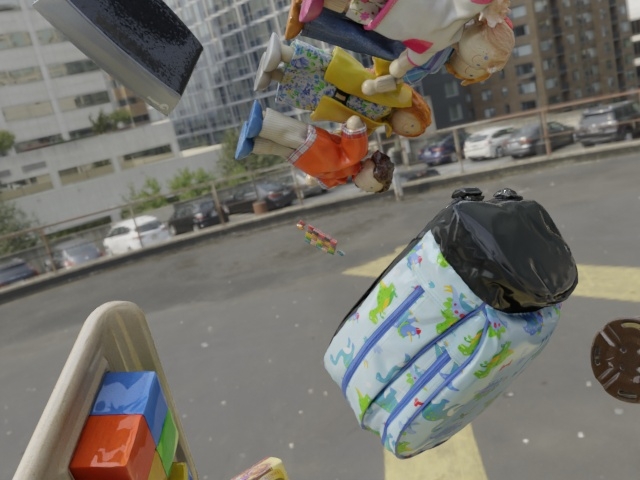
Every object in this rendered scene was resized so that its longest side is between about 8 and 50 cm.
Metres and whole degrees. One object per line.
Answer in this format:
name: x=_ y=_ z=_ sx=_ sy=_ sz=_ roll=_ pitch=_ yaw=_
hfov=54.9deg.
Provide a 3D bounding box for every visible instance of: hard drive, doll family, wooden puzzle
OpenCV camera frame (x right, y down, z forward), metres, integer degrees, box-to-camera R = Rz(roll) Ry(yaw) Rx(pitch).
hard drive: x=-0.305 y=-0.339 z=0.985 sx=0.054 sy=0.255 sz=0.171 roll=-16 pitch=47 yaw=39
doll family: x=0.047 y=-0.138 z=0.476 sx=0.163 sy=0.118 sz=0.263 roll=15 pitch=-29 yaw=-16
wooden puzzle: x=-0.166 y=0.276 z=0.509 sx=0.081 sy=0.322 sz=0.347 roll=1 pitch=37 yaw=7
wooden puzzle: x=0.000 y=0.000 z=0.912 sx=0.006 sy=0.083 sz=0.049 roll=-57 pitch=-9 yaw=-24

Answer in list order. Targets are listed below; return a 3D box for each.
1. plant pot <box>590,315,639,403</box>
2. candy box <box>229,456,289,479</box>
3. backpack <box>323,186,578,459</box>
plant pot: x=0.509 y=0.181 z=0.931 sx=0.165 sy=0.166 sz=0.167 roll=9 pitch=-1 yaw=-33
candy box: x=-0.076 y=0.419 z=0.871 sx=0.109 sy=0.186 sz=0.053 roll=-23 pitch=1 yaw=-34
backpack: x=0.164 y=0.125 z=0.839 sx=0.356 sy=0.273 sz=0.290 roll=-36 pitch=-19 yaw=32
